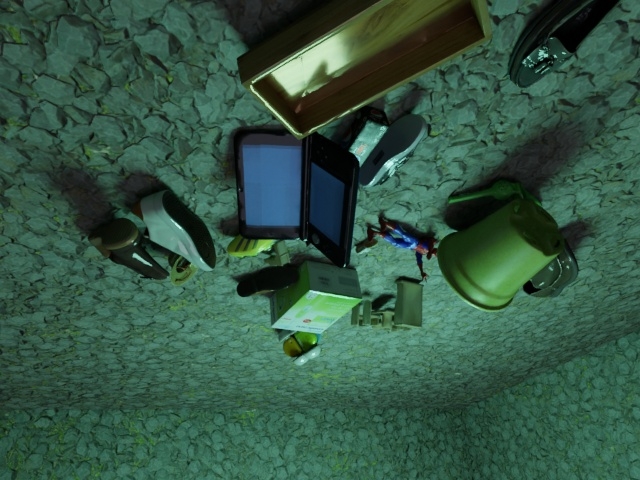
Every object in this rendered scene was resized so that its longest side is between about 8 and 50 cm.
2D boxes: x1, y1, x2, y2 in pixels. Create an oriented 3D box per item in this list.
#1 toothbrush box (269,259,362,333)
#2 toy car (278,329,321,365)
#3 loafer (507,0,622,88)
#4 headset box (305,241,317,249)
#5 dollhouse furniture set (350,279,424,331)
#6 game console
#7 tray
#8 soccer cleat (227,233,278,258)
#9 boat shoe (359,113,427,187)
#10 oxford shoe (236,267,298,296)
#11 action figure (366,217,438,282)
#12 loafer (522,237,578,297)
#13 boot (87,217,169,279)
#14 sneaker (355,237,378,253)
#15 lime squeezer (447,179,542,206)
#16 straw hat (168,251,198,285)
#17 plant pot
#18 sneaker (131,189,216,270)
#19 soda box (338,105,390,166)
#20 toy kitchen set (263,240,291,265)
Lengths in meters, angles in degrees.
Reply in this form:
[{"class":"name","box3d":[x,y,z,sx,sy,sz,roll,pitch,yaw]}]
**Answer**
[{"class":"toothbrush box","box3d":[-0.023,0.203,1.541,0.207,0.122,0.283,14,141,-29]},{"class":"toy car","box3d":[-0.068,0.406,1.822,0.182,0.159,0.136,-40,169,36]},{"class":"loafer","box3d":[0.457,-0.390,0.831,0.096,0.084,0.267,6,142,-21]},{"class":"headset box","box3d":[0.000,0.000,1.333,0.084,0.032,0.062,15,139,-32]},{"class":"dollhouse furniture set","box3d":[0.268,0.252,1.698,0.212,0.160,0.242,15,161,-29]},{"class":"game console","box3d":[-0.060,-0.086,1.019,0.174,0.250,0.292,-20,131,-29]},{"class":"tray","box3d":[0.079,-0.346,0.798,0.411,0.076,0.203,-24,153,19]},{"class":"soccer cleat","box3d":[-0.143,-0.039,1.221,0.290,0.093,0.121,-20,119,21]},{"class":"boat shoe","box3d":[0.178,-0.203,1.051,0.076,0.080,0.228,-3,146,-39]},{"class":"oxford shoe","box3d":[-0.168,0.136,1.475,0.213,0.075,0.076,-15,169,14]},{"class":"action figure","box3d":[0.278,0.035,1.360,0.281,0.138,0.091,15,140,-34]},{"class":"loafer","box3d":[0.804,0.120,1.587,0.130,0.133,0.365,-13,145,6]},{"class":"boot","box3d":[-0.474,0.034,1.172,0.249,0.090,0.207,-2,145,45]},{"class":"sneaker","box3d":[0.150,0.017,1.398,0.083,0.031,0.037,-28,155,33]},{"class":"lime squeezer","box3d":[0.527,-0.122,1.253,0.311,0.058,0.109,1,143,-15]},{"class":"straw hat","box3d":[-0.408,0.058,1.298,0.061,0.144,0.144,32,147,16]},{"class":"plant pot","box3d":[0.518,0.024,1.257,0.277,0.275,0.253,8,145,-22]},{"class":"sneaker","box3d":[-0.382,-0.017,1.180,0.123,0.105,0.290,-11,136,15]},{"class":"soda box","box3d":[0.086,-0.222,1.017,0.060,0.053,0.168,10,140,-24]},{"class":"toy kitchen set","box3d":[-0.127,0.030,1.358,0.083,0.075,0.068,3,-157,44]}]
